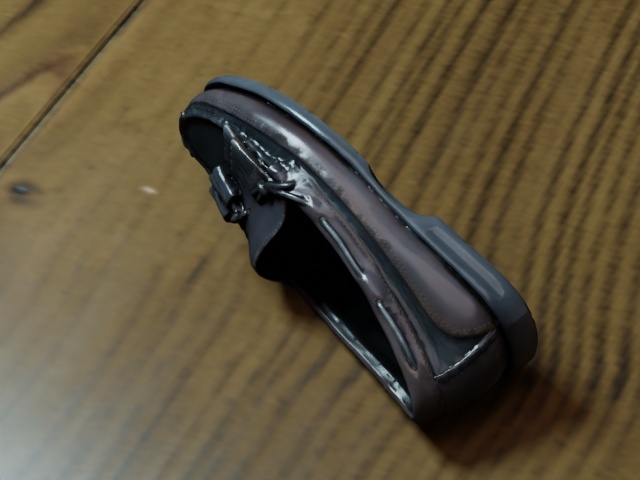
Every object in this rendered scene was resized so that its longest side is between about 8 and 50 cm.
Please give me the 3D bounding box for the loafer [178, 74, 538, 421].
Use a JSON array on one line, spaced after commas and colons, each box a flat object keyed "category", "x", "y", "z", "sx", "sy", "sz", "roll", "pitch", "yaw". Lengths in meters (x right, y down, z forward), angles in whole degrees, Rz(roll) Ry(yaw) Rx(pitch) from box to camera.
[{"category": "loafer", "x": 0.000, "y": 0.000, "z": 1.246, "sx": 0.095, "sy": 0.109, "sz": 0.302, "roll": -38, "pitch": 57, "yaw": -21}]
